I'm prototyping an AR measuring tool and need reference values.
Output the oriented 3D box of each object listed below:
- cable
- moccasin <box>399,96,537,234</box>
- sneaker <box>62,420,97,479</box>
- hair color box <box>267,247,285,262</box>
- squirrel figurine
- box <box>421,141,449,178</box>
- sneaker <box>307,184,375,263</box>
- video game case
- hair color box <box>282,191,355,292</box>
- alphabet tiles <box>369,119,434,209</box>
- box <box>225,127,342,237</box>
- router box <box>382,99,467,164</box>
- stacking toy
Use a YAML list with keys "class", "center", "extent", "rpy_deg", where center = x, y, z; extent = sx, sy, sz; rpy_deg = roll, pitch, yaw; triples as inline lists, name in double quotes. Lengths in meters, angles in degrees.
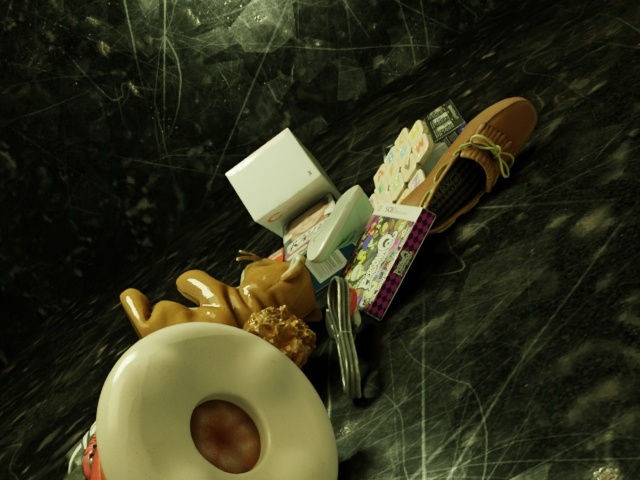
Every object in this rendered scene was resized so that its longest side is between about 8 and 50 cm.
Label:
- class: "cable"
  center: [0.057, 0.160, 1.277]
  extent: [0.072, 0.140, 0.287]
  rpy_deg: [1, 20, -10]
- class: "moccasin"
  center: [0.325, -0.159, 1.535]
  extent: [0.380, 0.139, 0.147]
  rpy_deg: [-40, 17, -8]
- class: "sneaker"
  center: [-0.504, 0.468, 1.629]
  extent: [0.135, 0.098, 0.276]
  rpy_deg: [-32, 18, 10]
- class: "hair color box"
  center: [-0.088, 0.091, 1.803]
  extent: [0.053, 0.093, 0.167]
  rpy_deg: [-34, 17, 7]
- class: "squirrel figurine"
  center: [-0.144, 0.193, 1.439]
  extent: [0.370, 0.281, 0.397]
  rpy_deg: [-27, 35, -20]
- class: "box"
  center: [0.274, -0.170, 1.742]
  extent: [0.087, 0.101, 0.102]
  rpy_deg: [-41, 14, -11]
- class: "sneaker"
  center: [0.076, -0.001, 1.597]
  extent: [0.094, 0.151, 0.256]
  rpy_deg: [-32, 16, 43]
- class: "video game case"
  center: [0.121, 0.034, 1.463]
  extent: [0.232, 0.041, 0.210]
  rpy_deg: [-61, 19, -4]
- class: "hair color box"
  center: [0.000, 0.000, 1.849]
  extent: [0.174, 0.105, 0.347]
  rpy_deg: [-35, 15, 6]
- class: "alphabet tiles"
  center: [0.184, -0.146, 1.739]
  extent: [0.278, 0.021, 0.284]
  rpy_deg: [-95, 30, -54]
- class: "box"
  center: [-0.087, -0.144, 2.047]
  extent: [0.215, 0.168, 0.345]
  rpy_deg: [-36, -15, 5]
- class: "router box"
  center: [0.294, -0.262, 1.990]
  extent: [0.243, 0.081, 0.309]
  rpy_deg: [-33, 16, 15]
- class: "stacking toy"
  center: [-0.227, 0.379, 1.086]
  extent: [0.480, 0.350, 0.351]
  rpy_deg: [-49, 6, 37]
